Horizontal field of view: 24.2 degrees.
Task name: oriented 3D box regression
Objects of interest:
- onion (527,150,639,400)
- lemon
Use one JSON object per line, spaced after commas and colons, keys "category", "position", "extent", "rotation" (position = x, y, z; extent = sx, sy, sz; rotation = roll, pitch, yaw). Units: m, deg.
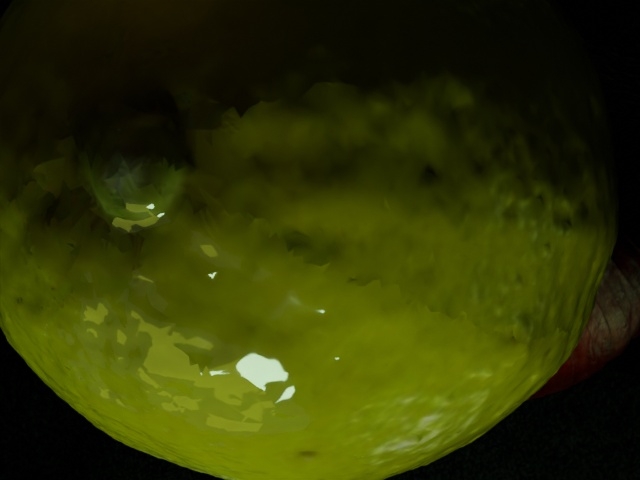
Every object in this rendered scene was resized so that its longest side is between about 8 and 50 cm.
{"category": "onion", "position": [0.117, -0.015, 1.121], "extent": [0.272, 0.272, 0.195], "rotation": [20, 135, 33]}
{"category": "lemon", "position": [-0.028, -0.036, 0.780], "extent": [0.364, 0.364, 0.364], "rotation": [24, 174, 3]}
